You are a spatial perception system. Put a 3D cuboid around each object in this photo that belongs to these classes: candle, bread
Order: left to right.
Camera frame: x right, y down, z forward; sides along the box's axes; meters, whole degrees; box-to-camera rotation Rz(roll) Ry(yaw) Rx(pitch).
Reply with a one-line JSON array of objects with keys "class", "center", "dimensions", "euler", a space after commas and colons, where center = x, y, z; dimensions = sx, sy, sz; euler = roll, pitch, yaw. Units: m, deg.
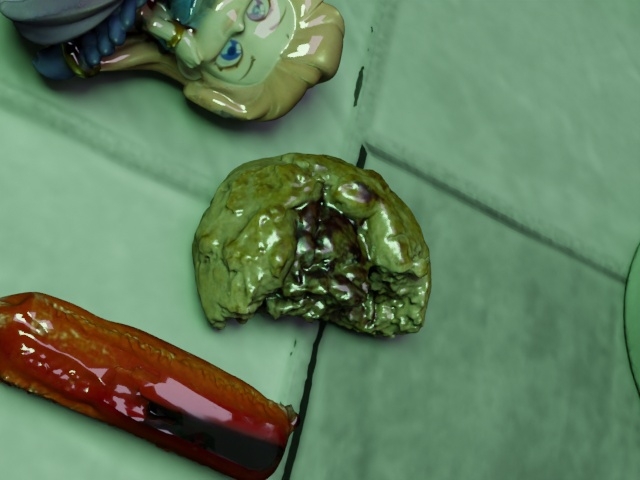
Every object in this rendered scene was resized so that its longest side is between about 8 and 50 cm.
[{"class": "candle", "center": [-0.087, 0.055, 0.464], "dimensions": [0.162, 0.048, 0.053], "euler": [27, 27, -21]}, {"class": "bread", "center": [0.000, 0.000, 0.521], "dimensions": [0.113, 0.060, 0.082], "euler": [3, 75, -30]}]

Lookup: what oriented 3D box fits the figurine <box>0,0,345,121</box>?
[{"class": "figurine", "center": [-0.061, -0.113, 0.505], "dimensions": [0.157, 0.114, 0.126], "euler": [23, 94, -55]}]

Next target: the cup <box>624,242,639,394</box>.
[{"class": "cup", "center": [0.314, 0.070, 0.590], "dimensions": [0.186, 0.234, 0.258], "euler": [-18, 86, -34]}]
